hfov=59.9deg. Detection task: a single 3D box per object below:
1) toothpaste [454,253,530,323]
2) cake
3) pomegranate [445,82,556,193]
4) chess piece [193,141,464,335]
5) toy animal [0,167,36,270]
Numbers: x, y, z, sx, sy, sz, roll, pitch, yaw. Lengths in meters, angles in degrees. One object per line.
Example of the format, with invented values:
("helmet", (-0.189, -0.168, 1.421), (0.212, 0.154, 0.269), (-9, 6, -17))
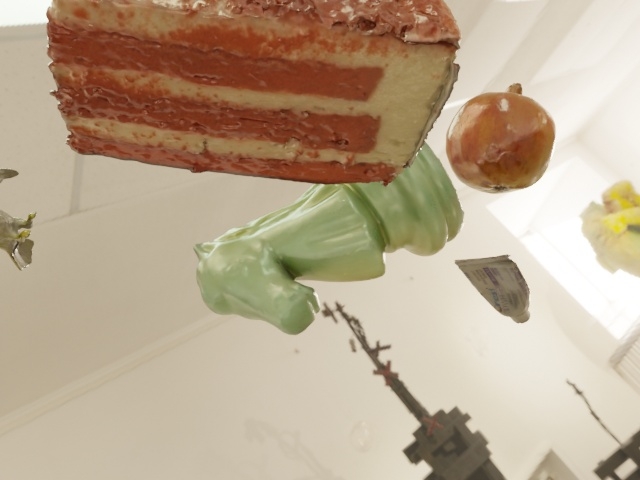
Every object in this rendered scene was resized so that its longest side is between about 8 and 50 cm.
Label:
("toothpaste", (0.381, 0.102, 1.155), (0.099, 0.068, 0.282), (-33, -43, 15))
("cake", (-0.050, -0.153, 0.415), (0.262, 0.160, 0.158), (4, -32, -13))
("pomegranate", (0.436, -0.249, 1.336), (0.229, 0.252, 0.270), (22, -105, -53))
("chess piece", (0.000, 0.000, 0.641), (0.298, 0.176, 0.176), (-31, -19, -9))
("toy animal", (-0.410, -0.032, 0.705), (0.095, 0.219, 0.155), (18, -40, -16))
